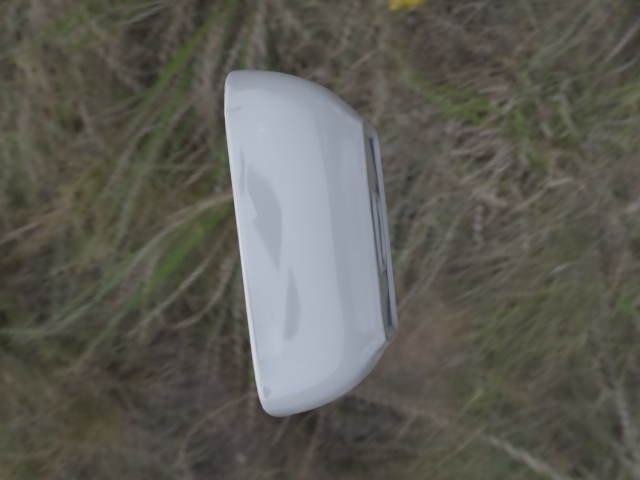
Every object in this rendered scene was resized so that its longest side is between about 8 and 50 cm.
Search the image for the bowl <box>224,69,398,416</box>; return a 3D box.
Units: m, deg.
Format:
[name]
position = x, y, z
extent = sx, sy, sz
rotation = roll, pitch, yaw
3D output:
[bowl]
position = 0.000, 0.000, 0.769
extent = 0.053, 0.142, 0.142
rotation = -5, 88, 6
